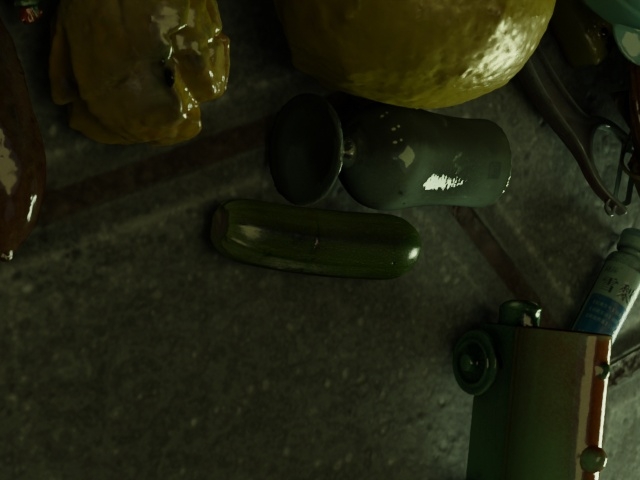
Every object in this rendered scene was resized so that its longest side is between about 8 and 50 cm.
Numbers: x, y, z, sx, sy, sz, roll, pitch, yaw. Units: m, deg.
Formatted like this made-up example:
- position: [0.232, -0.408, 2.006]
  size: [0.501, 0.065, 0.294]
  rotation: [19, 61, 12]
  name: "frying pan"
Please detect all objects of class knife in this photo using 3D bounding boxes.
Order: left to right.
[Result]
- position: [0.242, -0.145, 1.584]
  size: [0.278, 0.053, 0.123]
  rotation: [49, 37, -32]
  name: "knife"

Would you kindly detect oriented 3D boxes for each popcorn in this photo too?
- position: [-0.145, -0.152, 1.243]
  size: [0.148, 0.152, 0.167]
  rotation: [8, 113, -11]
  name: "popcorn"

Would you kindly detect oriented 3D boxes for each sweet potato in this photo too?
- position: [-0.282, -0.170, 1.156]
  size: [0.109, 0.109, 0.385]
  rotation: [-13, 89, -36]
  name: "sweet potato"

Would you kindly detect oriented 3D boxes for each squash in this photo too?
- position: [0.000, 0.000, 1.409]
  size: [0.229, 0.066, 0.066]
  rotation: [7, 89, -37]
  name: "squash"

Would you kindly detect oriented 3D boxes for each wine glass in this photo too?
- position: [0.071, -0.077, 1.433]
  size: [0.231, 0.103, 0.103]
  rotation: [3, 91, -41]
  name: "wine glass"

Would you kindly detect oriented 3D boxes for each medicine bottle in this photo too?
- position: [0.304, 0.076, 1.657]
  size: [0.051, 0.051, 0.191]
  rotation: [43, 69, -32]
  name: "medicine bottle"

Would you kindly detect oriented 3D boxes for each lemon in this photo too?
- position: [0.085, -0.226, 1.354]
  size: [0.288, 0.233, 0.233]
  rotation: [-9, 99, -46]
  name: "lemon"

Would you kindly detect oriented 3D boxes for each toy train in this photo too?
- position: [0.210, 0.203, 1.514]
  size: [0.116, 0.177, 0.285]
  rotation: [8, 88, -38]
  name: "toy train"

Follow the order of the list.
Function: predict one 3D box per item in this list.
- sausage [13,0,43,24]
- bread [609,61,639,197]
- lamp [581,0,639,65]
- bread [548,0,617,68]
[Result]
- position: [-0.240, -0.299, 1.191]
  size: [0.083, 0.083, 0.264]
  rotation: [-13, 103, -36]
  name: "sausage"
- position: [0.385, -0.140, 1.632]
  size: [0.224, 0.142, 0.212]
  rotation: [-59, 140, -46]
  name: "bread"
- position: [0.308, -0.329, 1.507]
  size: [0.209, 0.147, 0.284]
  rotation: [-37, 119, -30]
  name: "lamp"
- position: [0.250, -0.294, 1.589]
  size: [0.088, 0.049, 0.226]
  rotation: [-43, 117, -27]
  name: "bread"
